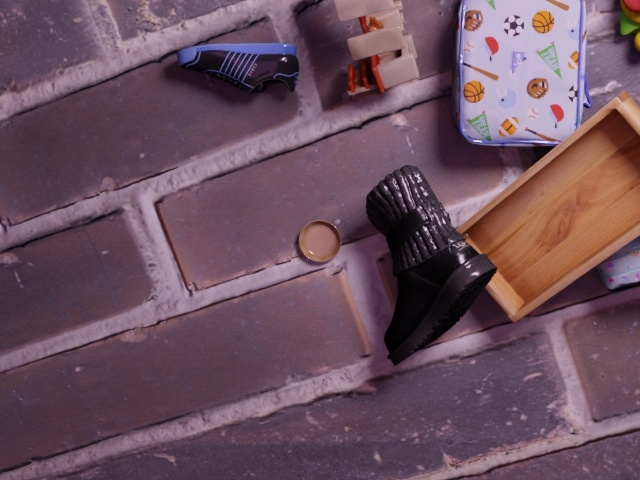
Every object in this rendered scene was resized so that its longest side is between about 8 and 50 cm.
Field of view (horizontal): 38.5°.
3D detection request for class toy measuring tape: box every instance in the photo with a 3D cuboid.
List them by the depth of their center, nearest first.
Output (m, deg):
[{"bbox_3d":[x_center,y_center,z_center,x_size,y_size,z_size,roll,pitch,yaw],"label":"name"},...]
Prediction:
[{"bbox_3d":[0.579,-0.487,1.563,0.121,0.121,0.330,2,101,8],"label":"toy measuring tape"}]

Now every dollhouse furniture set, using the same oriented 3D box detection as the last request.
[{"bbox_3d":[0.077,-0.389,1.601,0.135,0.262,0.259,-13,130,12],"label":"dollhouse furniture set"}]

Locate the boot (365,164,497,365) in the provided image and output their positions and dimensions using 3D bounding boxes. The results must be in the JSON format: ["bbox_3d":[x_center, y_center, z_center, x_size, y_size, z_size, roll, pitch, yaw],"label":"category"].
[{"bbox_3d":[0.162,0.050,1.713,0.260,0.131,0.348,51,136,20],"label":"boot"}]

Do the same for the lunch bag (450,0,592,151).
[{"bbox_3d":[0.359,-0.307,1.635,0.243,0.115,0.303,0,102,3],"label":"lunch bag"}]

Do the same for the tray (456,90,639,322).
[{"bbox_3d":[0.433,-0.050,1.609,0.203,0.076,0.411,50,126,5],"label":"tray"}]

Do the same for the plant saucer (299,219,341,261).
[{"bbox_3d":[0.000,0.000,1.794,0.083,0.015,0.083,2,102,8],"label":"plant saucer"}]

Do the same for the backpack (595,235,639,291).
[{"bbox_3d":[0.587,0.021,1.659,0.182,0.152,0.115,-23,89,23],"label":"backpack"}]

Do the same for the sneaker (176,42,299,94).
[{"bbox_3d":[-0.156,-0.320,1.721,0.232,0.081,0.090,0,93,7],"label":"sneaker"}]
